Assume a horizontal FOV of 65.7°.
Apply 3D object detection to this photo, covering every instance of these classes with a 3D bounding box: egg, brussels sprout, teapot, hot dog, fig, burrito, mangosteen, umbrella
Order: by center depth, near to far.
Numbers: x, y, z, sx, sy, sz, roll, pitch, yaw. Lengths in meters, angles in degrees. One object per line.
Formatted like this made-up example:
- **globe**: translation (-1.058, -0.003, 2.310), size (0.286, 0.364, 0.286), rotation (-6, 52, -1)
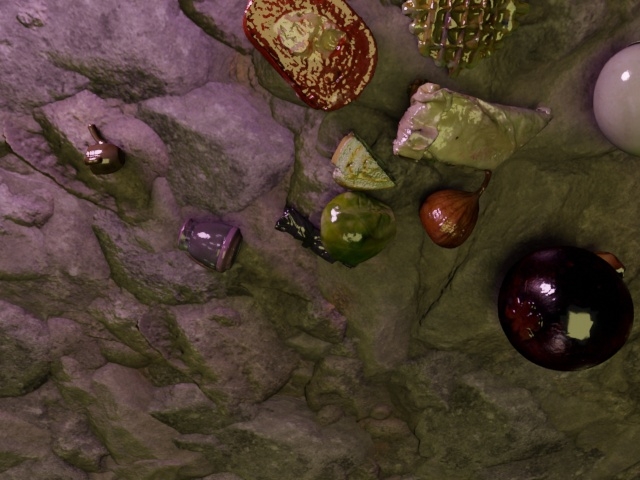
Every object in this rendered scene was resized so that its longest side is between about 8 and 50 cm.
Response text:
- **egg**: translation (0.669, -0.282, 1.019), size (0.186, 0.186, 0.253), rotation (-25, 115, 11)
- **burrito**: translation (0.315, -0.226, 1.050), size (0.347, 0.107, 0.175), rotation (2, 128, -24)
- **teapot**: translation (-0.480, -0.200, 1.081), size (0.080, 0.085, 0.110), rotation (-7, 99, 0)
- **hot dog**: translation (0.230, -0.261, 1.086), size (0.072, 0.055, 0.188), rotation (-23, 123, -14)
- **fig**: translation (0.322, -0.082, 1.136), size (0.133, 0.146, 0.201), rotation (27, 116, -33)
- **brussels sprout**: translation (0.083, -0.027, 1.150), size (0.180, 0.162, 0.144), rotation (5, 163, -17)
- **teapot**: translation (-0.269, 0.006, 1.197), size (0.146, 0.148, 0.116), rotation (21, 80, -1)
- **mangosteen**: translation (0.608, 0.160, 1.214), size (0.347, 0.307, 0.307), rotation (-7, 122, -30)
- **umbrella**: translation (0.000, 0.000, 1.217), size (0.235, 0.059, 0.066), rotation (31, 130, -16)

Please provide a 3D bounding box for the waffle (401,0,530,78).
- **waffle**: translation (0.291, -0.449, 0.989), size (0.223, 0.054, 0.204), rotation (-39, 114, 16)

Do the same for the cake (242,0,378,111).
- **cake**: translation (-0.016, -0.386, 0.962), size (0.177, 0.151, 0.283), rotation (-44, 112, 6)

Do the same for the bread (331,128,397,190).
- **bread**: translation (0.086, -0.155, 1.110), size (0.110, 0.103, 0.156), rotation (-42, 105, 11)
